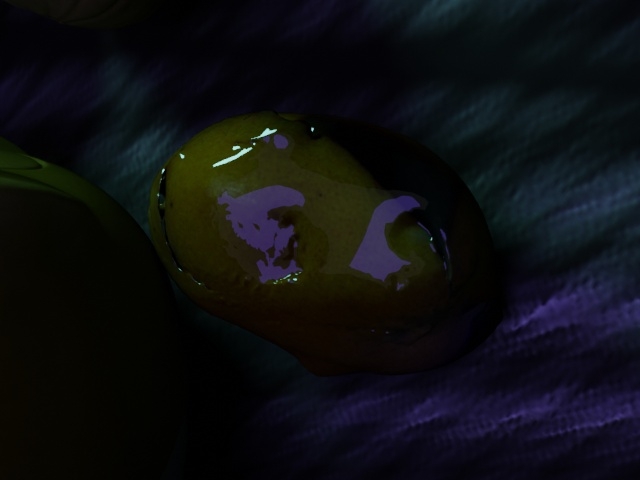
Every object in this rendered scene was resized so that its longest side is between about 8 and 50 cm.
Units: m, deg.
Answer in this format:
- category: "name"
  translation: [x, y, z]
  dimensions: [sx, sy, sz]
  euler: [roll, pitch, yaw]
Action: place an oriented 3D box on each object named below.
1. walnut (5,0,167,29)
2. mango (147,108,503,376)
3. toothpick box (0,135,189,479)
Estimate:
- category: "walnut"
  translation: [-0.188, -0.282, 0.776]
  dimensions: [0.228, 0.228, 0.228]
  euler: [5, 100, 28]
- category: "mango"
  translation: [0.000, 0.000, 0.747]
  dimensions: [0.287, 0.152, 0.201]
  euler: [26, 104, 22]
- category: "toothpick box"
  translation: [-0.311, 0.127, 0.787]
  dimensions: [0.408, 0.409, 0.426]
  euler: [12, 105, 26]
